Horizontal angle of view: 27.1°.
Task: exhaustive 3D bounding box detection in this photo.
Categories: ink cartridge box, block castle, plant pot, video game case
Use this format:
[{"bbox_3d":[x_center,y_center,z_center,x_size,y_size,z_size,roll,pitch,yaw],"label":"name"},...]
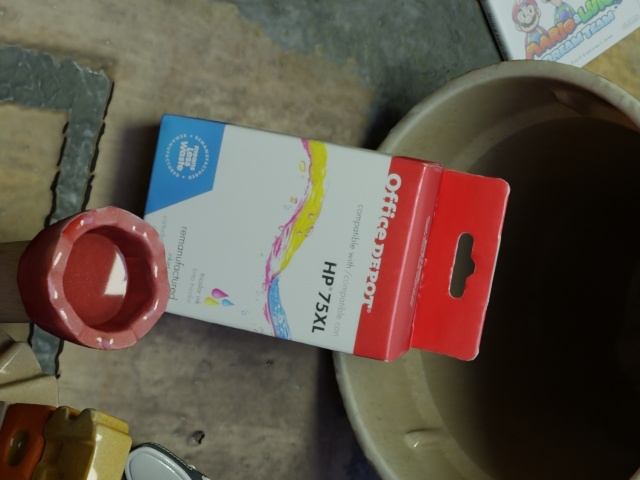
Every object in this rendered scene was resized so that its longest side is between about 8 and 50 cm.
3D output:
[{"bbox_3d":[0.000,0.000,0.895,0.231,0.078,0.134,11,94,14],"label":"ink cartridge box"},{"bbox_3d":[-0.263,0.165,0.702,0.303,0.213,0.453,25,71,-39],"label":"block castle"},{"bbox_3d":[0.229,0.056,1.003,0.305,0.334,0.334,7,95,-43],"label":"plant pot"},{"bbox_3d":[0.198,-0.213,1.082,0.157,0.019,0.143,-35,114,-20],"label":"video game case"}]

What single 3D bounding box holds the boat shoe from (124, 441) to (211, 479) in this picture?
[{"bbox_3d":[-0.096,0.188,0.976,0.046,0.038,0.125,-32,114,25],"label":"boat shoe"}]
